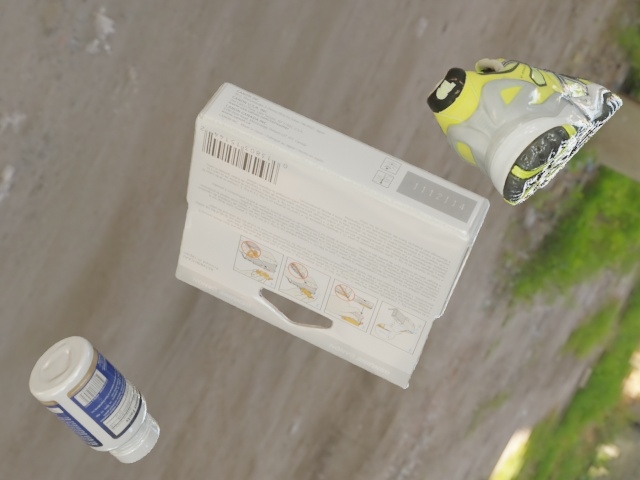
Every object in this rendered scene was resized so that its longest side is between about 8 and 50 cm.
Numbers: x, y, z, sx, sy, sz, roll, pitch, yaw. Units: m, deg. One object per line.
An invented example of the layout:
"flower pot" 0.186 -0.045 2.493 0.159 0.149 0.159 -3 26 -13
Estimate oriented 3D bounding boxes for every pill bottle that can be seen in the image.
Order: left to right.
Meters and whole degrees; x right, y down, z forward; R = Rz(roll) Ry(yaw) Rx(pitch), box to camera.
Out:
"pill bottle" -0.198 0.146 1.141 0.067 0.067 0.120 -54 127 -22

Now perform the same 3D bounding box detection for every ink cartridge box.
"ink cartridge box" 0.000 0.000 1.336 0.066 0.296 0.261 -58 170 -40

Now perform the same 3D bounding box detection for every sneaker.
"sneaker" 0.229 -0.146 1.417 0.145 0.147 0.384 -50 170 15
